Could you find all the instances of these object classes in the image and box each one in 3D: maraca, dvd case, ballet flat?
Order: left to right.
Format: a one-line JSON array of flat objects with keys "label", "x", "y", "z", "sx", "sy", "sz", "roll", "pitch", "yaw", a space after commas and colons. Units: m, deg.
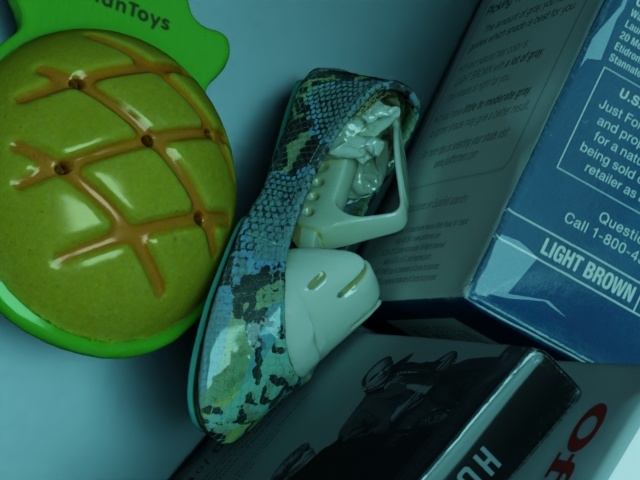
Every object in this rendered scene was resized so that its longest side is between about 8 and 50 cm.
[{"label": "maraca", "x": -0.089, "y": -0.040, "z": 0.745, "sx": 0.127, "sy": 0.099, "sz": 0.186, "roll": 21, "pitch": 59, "yaw": -29}, {"label": "dvd case", "x": -0.018, "y": 0.107, "z": 0.682, "sx": 0.029, "sy": 0.238, "sz": 0.179, "roll": 45, "pitch": 76, "yaw": -12}, {"label": "ballet flat", "x": 0.000, "y": 0.000, "z": 0.745, "sx": 0.070, "sy": 0.070, "sz": 0.188, "roll": 26, "pitch": 55, "yaw": -14}]

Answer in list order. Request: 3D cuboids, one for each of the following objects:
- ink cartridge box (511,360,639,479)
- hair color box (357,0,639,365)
[{"label": "ink cartridge box", "x": 0.061, "y": 0.153, "z": 0.683, "sx": 0.117, "sy": 0.278, "sz": 0.201, "roll": 35, "pitch": 78, "yaw": -13}, {"label": "hair color box", "x": 0.145, "y": -0.104, "z": 0.776, "sx": 0.105, "sy": 0.174, "sz": 0.347, "roll": 28, "pitch": 80, "yaw": -13}]
